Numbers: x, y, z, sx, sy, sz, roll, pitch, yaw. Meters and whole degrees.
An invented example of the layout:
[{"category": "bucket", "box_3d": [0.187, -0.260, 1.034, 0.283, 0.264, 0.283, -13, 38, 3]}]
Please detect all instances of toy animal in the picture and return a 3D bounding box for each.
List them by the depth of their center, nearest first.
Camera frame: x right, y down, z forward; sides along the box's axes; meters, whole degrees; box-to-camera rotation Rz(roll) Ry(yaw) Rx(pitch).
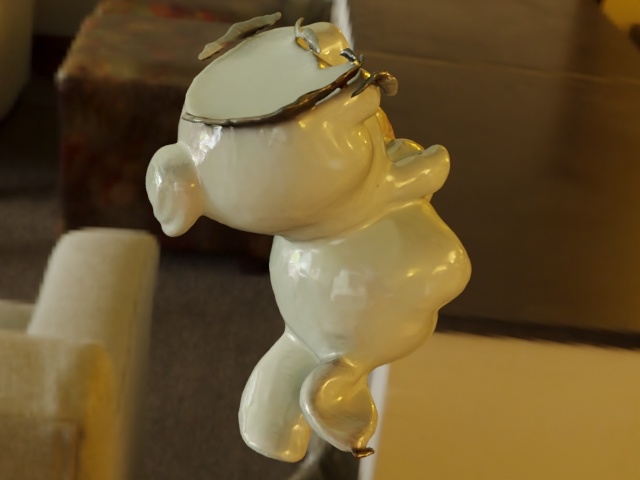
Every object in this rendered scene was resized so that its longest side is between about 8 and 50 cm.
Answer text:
[{"category": "toy animal", "box_3d": [0.006, -0.003, 1.001, 0.183, 0.310, 0.247, 14, 45, 42]}]
